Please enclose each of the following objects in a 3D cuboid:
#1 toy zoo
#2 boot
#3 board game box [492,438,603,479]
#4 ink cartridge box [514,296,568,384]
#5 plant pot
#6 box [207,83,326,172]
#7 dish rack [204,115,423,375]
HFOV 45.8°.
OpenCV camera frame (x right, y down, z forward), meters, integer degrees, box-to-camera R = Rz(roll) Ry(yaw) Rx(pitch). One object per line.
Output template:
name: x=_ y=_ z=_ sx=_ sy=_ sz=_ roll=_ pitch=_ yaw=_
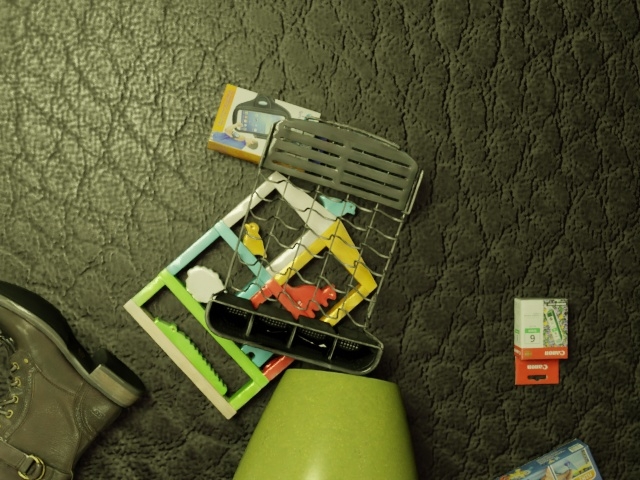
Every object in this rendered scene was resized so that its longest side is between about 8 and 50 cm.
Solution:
toy zoo: x=-0.067 y=0.052 z=0.936 sx=0.293 sy=0.030 sz=0.192 roll=-41 pitch=96 yaw=-3
boot: x=-0.361 y=0.195 z=0.883 sx=0.263 sy=0.091 sz=0.229 roll=41 pitch=87 yaw=-8
board game box: x=0.278 y=0.364 z=0.983 sx=0.201 sy=0.035 sz=0.136 roll=-24 pitch=95 yaw=-4
ink cartridge box: x=0.284 y=0.131 z=0.976 sx=0.063 sy=0.029 sz=0.115 roll=-1 pitch=92 yaw=-6
plant pot: x=0.005 y=0.301 z=0.859 sx=0.275 sy=0.275 sz=0.293 roll=9 pitch=77 yaw=-6
box: x=-0.060 y=-0.131 z=0.919 sx=0.136 sy=0.028 sz=0.081 roll=16 pitch=70 yaw=-5
dish rack: x=0.000 y=0.000 z=0.879 sx=0.208 sy=0.074 sz=0.271 roll=17 pitch=99 yaw=-7
